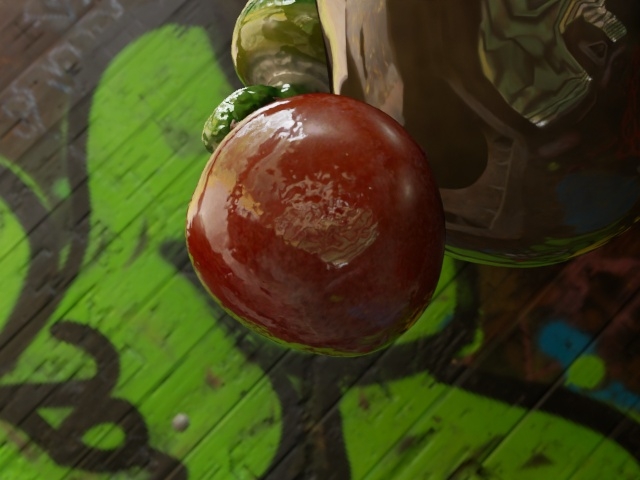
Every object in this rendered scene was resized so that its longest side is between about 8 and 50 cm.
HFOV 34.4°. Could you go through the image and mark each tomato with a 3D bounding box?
[{"bbox_3d":[0.000,0.000,0.652,0.167,0.167,0.167,43,-9,9],"label":"tomato"}]

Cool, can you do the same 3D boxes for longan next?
[{"bbox_3d":[0.152,-0.160,0.813,0.361,0.361,0.361,43,-9,9],"label":"longan"}]

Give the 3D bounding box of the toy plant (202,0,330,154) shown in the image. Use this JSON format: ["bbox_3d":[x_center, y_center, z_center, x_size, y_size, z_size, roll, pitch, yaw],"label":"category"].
[{"bbox_3d":[-0.036,-0.135,1.183,0.184,0.316,0.224,-6,-31,32],"label":"toy plant"}]
